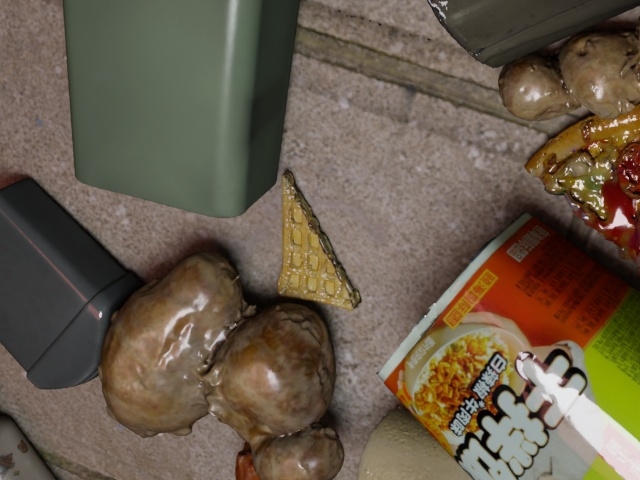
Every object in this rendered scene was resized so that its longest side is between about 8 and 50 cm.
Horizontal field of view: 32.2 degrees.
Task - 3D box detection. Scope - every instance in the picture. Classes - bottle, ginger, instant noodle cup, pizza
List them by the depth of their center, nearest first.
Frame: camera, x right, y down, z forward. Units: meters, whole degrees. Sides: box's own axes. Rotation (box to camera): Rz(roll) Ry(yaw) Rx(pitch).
[{"bbox_3d":[0.262,-0.159,1.021,0.204,0.080,0.104,-20,70,27],"label":"ginger"},{"bbox_3d":[0.316,-0.040,1.062,0.201,0.053,0.193,-24,101,28],"label":"pizza"},{"bbox_3d":[0.239,0.151,1.068,0.308,0.294,0.294,41,120,10],"label":"instant noodle cup"},{"bbox_3d":[-0.097,0.151,1.247,0.304,0.155,0.244,24,103,18],"label":"ginger"},{"bbox_3d":[-0.438,0.298,1.477,0.110,0.110,0.233,-31,98,29],"label":"bottle"}]

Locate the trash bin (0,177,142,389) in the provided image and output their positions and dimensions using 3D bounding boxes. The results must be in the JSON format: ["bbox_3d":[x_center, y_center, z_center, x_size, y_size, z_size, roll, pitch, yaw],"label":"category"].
[{"bbox_3d":[-0.332,0.063,1.345,0.236,0.101,0.177,45,122,2],"label":"trash bin"}]

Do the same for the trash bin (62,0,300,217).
[{"bbox_3d":[-0.143,-0.214,1.117,0.223,0.158,0.343,15,117,16],"label":"trash bin"}]

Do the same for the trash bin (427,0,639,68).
[{"bbox_3d":[0.231,-0.283,0.907,0.301,0.203,0.252,-22,62,29],"label":"trash bin"}]

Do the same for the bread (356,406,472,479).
[{"bbox_3d":[0.123,0.275,1.227,0.141,0.134,0.148,15,104,20],"label":"bread"}]

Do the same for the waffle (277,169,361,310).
[{"bbox_3d":[0.000,0.000,1.225,0.097,0.023,0.152,9,114,17],"label":"waffle"}]

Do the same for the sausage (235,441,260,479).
[{"bbox_3d":[0.019,0.382,1.334,0.094,0.097,0.348,-33,97,37],"label":"sausage"}]
